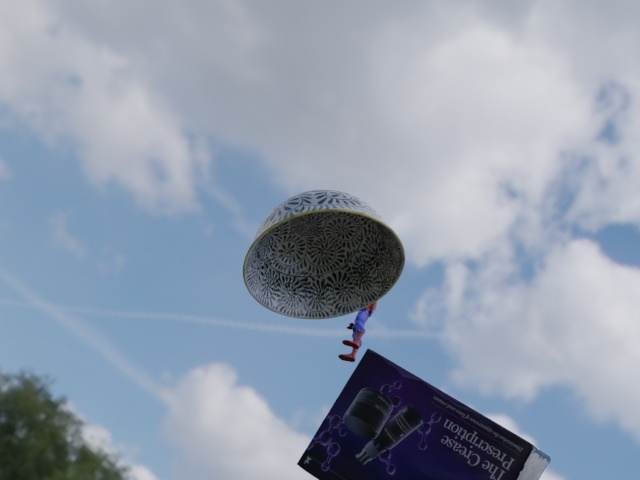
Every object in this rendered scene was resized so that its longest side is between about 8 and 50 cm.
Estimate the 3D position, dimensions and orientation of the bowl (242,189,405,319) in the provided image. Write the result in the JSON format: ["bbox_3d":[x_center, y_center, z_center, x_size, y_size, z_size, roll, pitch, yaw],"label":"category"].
[{"bbox_3d":[0.000,0.000,1.309,0.170,0.080,0.170,-4,-43,-4],"label":"bowl"}]

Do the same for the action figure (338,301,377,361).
[{"bbox_3d":[0.045,0.088,1.421,0.030,0.115,0.038,16,-51,11],"label":"action figure"}]

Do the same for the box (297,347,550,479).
[{"bbox_3d":[0.131,0.285,1.596,0.261,0.184,0.103,28,-5,30],"label":"box"}]
